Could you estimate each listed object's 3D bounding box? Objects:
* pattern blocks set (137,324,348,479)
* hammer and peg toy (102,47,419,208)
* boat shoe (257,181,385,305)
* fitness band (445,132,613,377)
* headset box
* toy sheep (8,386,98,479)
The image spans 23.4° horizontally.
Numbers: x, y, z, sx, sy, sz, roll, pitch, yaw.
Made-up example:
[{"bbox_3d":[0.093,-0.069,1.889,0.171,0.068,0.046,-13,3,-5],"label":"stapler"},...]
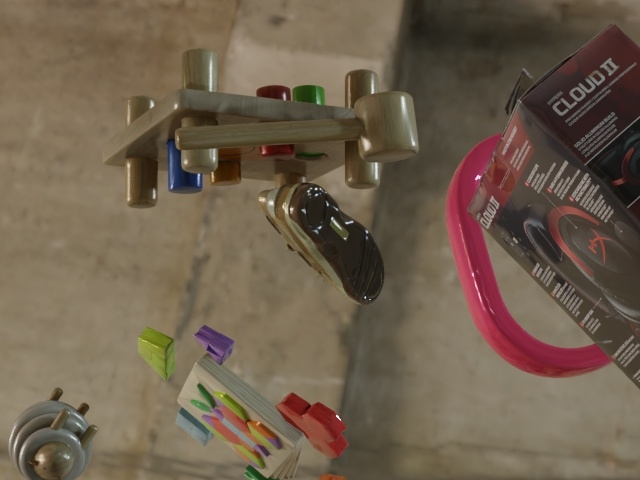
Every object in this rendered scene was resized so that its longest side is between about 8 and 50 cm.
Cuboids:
[{"bbox_3d":[-0.082,0.191,1.627,0.285,0.026,0.325,34,-24,18],"label":"pattern blocks set"},{"bbox_3d":[-0.061,-0.119,1.600,0.266,0.127,0.361,4,-12,-24],"label":"hammer and peg toy"},{"bbox_3d":[0.000,0.000,1.547,0.072,0.068,0.190,5,-32,34],"label":"boat shoe"},{"bbox_3d":[0.250,0.012,1.712,0.209,0.291,0.054,-8,-22,-16],"label":"fitness band"},{"bbox_3d":[0.246,-0.013,1.205,0.293,0.110,0.218,47,-19,13],"label":"headset box"},{"bbox_3d":[-0.265,0.197,1.520,0.091,0.091,0.132,24,6,-17],"label":"toy sheep"}]
